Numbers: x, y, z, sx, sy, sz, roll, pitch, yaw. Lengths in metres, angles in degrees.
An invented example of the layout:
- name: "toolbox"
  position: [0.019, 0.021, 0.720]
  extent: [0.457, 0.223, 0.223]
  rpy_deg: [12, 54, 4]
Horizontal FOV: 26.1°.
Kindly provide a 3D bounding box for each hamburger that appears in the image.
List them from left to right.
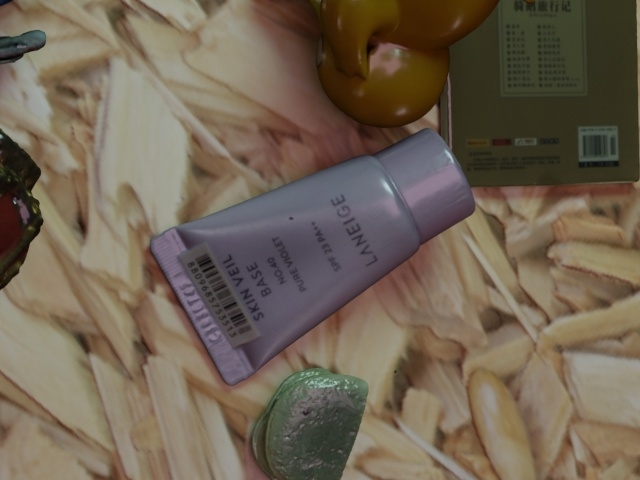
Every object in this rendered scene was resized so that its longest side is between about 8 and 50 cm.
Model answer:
- name: "hamburger"
  position: [-0.015, 0.172, 1.244]
  extent: [0.084, 0.054, 0.121]
  rpy_deg: [15, 93, -23]

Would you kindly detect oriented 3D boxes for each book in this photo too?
- name: "book"
  position: [0.213, -0.208, 1.340]
  extent: [0.217, 0.021, 0.310]
  rpy_deg: [-2, 92, -21]

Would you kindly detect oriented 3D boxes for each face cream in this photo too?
- name: "face cream"
  position: [0.000, 0.000, 1.234]
  extent: [0.274, 0.096, 0.154]
  rpy_deg: [-30, 105, -5]

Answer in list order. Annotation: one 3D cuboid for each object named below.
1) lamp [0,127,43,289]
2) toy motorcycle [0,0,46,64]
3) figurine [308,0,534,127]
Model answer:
- name: "lamp"
  position: [-0.339, 0.012, 1.046]
  extent: [0.274, 0.177, 0.177]
  rpy_deg: [-47, 107, -14]
- name: "toy motorcycle"
  position: [-0.321, -0.266, 1.072]
  extent: [0.319, 0.241, 0.182]
  rpy_deg: [1, 51, -16]
- name: "figurine"
  position: [0.075, -0.219, 1.190]
  extent: [0.215, 0.228, 0.215]
  rpy_deg: [32, 41, -32]
